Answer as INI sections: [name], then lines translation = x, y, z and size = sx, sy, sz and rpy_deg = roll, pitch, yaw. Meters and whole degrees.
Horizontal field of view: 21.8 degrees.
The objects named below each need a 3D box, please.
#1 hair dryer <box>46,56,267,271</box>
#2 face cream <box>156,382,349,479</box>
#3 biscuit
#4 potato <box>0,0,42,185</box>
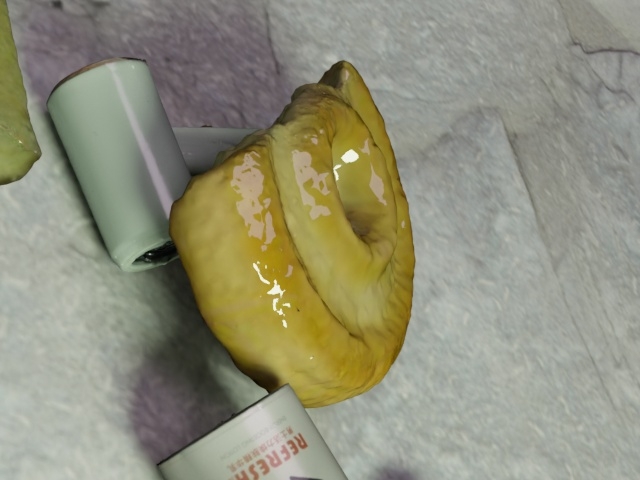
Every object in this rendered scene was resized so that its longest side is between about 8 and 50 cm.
[hair dryer]
translation = -0.084, -0.051, 1.168
size = 0.236, 0.073, 0.131
rpy_deg = -3, 67, -60
[face cream]
translation = -0.004, 0.202, 1.019
size = 0.214, 0.096, 0.096
rpy_deg = 58, 36, 3
[biscuit]
translation = 0.001, 0.000, 1.131
size = 0.274, 0.091, 0.213
rpy_deg = -61, 133, -60
[potato]
translation = -0.272, -0.176, 1.001
size = 0.269, 0.112, 0.255
rpy_deg = 41, 34, -24
